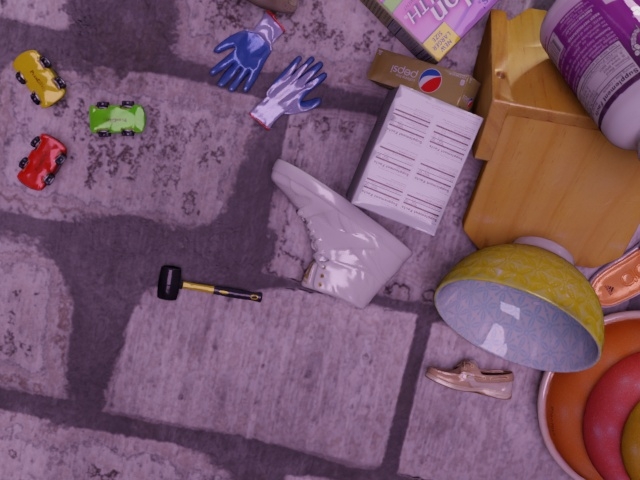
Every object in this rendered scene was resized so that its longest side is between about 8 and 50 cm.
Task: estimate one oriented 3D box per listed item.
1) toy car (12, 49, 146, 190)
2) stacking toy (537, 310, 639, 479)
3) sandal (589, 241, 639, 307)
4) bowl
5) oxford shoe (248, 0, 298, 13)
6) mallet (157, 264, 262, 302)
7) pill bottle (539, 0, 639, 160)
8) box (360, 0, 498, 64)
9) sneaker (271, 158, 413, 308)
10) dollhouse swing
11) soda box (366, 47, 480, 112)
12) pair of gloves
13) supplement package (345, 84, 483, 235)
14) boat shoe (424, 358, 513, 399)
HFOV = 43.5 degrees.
[{"bbox_3d":[-0.414,-0.208,1.400,0.225,0.053,0.239,-1,98,-2],"label":"toy car"},{"bbox_3d":[0.575,0.325,1.277,0.350,0.480,0.350,0,97,-1],"label":"stacking toy"},{"bbox_3d":[0.610,0.043,1.446,0.265,0.076,0.102,-36,97,3],"label":"sandal"},{"bbox_3d":[0.357,0.087,1.375,0.289,0.289,0.156,31,66,-5],"label":"bowl"},{"bbox_3d":[-0.051,-0.577,1.348,0.146,0.140,0.397,18,92,-35],"label":"oxford shoe"},{"bbox_3d":[-0.202,0.097,1.453,0.190,0.039,0.062,17,95,-7],"label":"mallet"},{"bbox_3d":[0.468,-0.243,1.192,0.169,0.169,0.301,-25,61,1],"label":"pill bottle"},{"bbox_3d":[0.180,-0.455,1.354,0.243,0.117,0.213,44,94,-6],"label":"box"},{"bbox_3d":[0.000,0.000,1.409,0.292,0.108,0.169,37,91,-7],"label":"sneaker"},{"bbox_3d":[0.427,-0.174,1.425,0.347,0.305,0.315,9,55,-2],"label":"dollhouse swing"},{"bbox_3d":[0.173,-0.270,1.361,0.181,0.061,0.058,24,96,29],"label":"soda box"},{"bbox_3d":[-0.089,-0.294,1.414,0.159,0.023,0.198,-45,95,4],"label":"pair of gloves"},{"bbox_3d":[0.151,-0.135,1.352,0.149,0.194,0.203,22,96,-3],"label":"supplement package"},{"bbox_3d":[0.275,0.246,1.472,0.170,0.063,0.059,13,94,-13],"label":"boat shoe"}]
